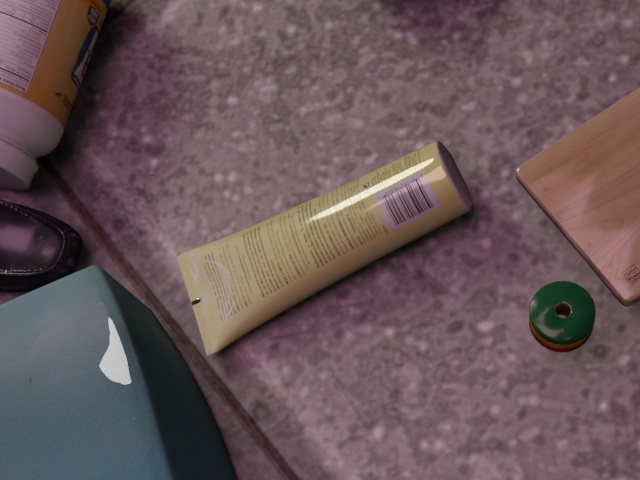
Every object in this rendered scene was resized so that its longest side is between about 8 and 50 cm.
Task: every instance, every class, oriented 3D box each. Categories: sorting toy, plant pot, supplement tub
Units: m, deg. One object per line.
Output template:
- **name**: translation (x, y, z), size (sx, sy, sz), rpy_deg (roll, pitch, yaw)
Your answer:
- **sorting toy**: translation (0.241, -0.035, 1.100), size (0.274, 0.046, 0.132), rpy_deg (-33, 66, -9)
- **plant pot**: translation (-0.167, 0.153, 1.125), size (0.165, 0.165, 0.234), rpy_deg (-23, 59, 10)
- **supplement tub**: translation (-0.269, -0.156, 1.260), size (0.144, 0.144, 0.199), rpy_deg (13, 78, 21)

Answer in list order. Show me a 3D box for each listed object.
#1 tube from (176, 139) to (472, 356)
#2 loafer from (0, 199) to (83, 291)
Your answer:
- **tube**: translation (0.000, 0.000, 1.175), size (0.240, 0.062, 0.070), rpy_deg (-27, 23, 13)
- **loafer**: translation (-0.306, -0.006, 1.259), size (0.223, 0.078, 0.076), rpy_deg (10, 77, 21)
